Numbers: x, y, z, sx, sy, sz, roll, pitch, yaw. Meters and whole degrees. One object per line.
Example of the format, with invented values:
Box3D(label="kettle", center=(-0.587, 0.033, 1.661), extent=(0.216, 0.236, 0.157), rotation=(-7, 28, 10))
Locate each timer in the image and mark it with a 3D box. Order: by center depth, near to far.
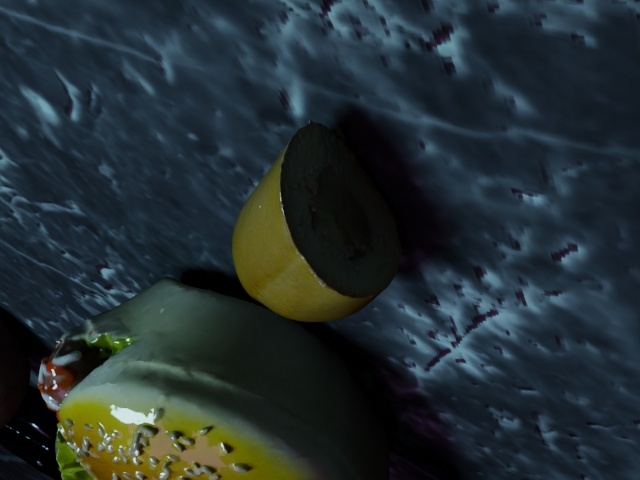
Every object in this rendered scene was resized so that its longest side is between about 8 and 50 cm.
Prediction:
Box3D(label="timer", center=(-0.300, 0.183, 1.206), extent=(0.187, 0.055, 0.144), rotation=(18, 153, 31))

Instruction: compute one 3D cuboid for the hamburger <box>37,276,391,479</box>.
Box3D(label="hamburger", center=(-0.052, 0.109, 0.648), extent=(0.173, 0.116, 0.210), rotation=(16, 152, 31))

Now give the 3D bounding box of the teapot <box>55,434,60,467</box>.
Box3D(label="teapot", center=(-0.124, 0.253, 0.992), extent=(0.175, 0.185, 0.268), rotation=(-20, 99, 23))

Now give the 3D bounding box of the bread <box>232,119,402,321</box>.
Box3D(label="bread", center=(0.001, 0.000, 0.444), extent=(0.062, 0.049, 0.103), rotation=(35, 159, -4))

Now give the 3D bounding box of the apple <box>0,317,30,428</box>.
Box3D(label="apple", center=(-0.310, 0.100, 0.966), extent=(0.153, 0.120, 0.153), rotation=(28, 158, 13))
